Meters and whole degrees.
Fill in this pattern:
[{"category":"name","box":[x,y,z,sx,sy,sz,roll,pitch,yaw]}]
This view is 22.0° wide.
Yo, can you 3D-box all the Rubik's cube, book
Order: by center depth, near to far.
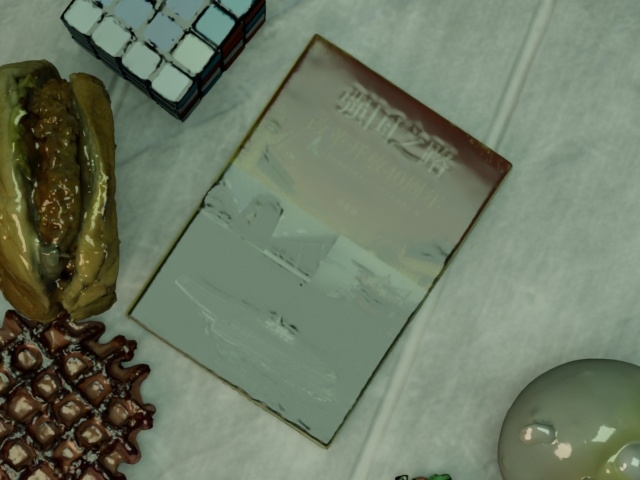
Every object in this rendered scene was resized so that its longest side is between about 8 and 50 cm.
[{"category":"Rubik's cube","box":[-0.162,-0.233,1.724,0.154,0.155,0.151,38,87,1]},{"category":"book","box":[0.000,0.000,1.780,0.262,0.028,0.374,33,86,2]}]

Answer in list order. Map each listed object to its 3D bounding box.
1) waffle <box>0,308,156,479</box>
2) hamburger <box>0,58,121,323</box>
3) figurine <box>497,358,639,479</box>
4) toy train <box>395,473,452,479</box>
[{"category":"waffle","box":[-0.290,0.178,1.726,0.234,0.055,0.221,3,78,-10]},{"category":"hamburger","box":[-0.269,-0.049,1.641,0.145,0.283,0.259,1,71,-11]},{"category":"figurine","box":[0.303,0.324,1.669,0.274,0.227,0.394,-41,63,34]},{"category":"toy train","box":[0.124,0.311,1.753,0.087,0.050,0.138,-16,86,-8]}]
